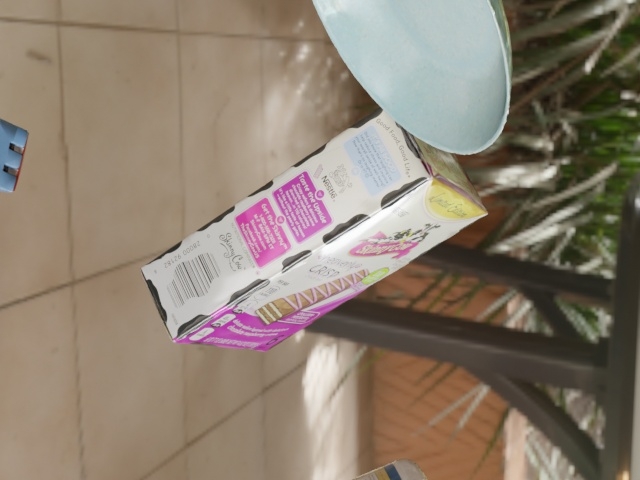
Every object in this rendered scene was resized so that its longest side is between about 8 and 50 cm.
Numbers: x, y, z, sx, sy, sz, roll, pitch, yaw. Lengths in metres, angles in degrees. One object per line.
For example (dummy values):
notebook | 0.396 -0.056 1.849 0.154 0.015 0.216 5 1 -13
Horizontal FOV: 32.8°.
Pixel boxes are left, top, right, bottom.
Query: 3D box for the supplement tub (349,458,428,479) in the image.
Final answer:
supplement tub | 0.025 0.307 1.034 0.144 0.200 0.144 159 -90 -85

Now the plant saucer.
plant saucer | 0.055 -0.143 0.638 0.037 0.195 0.195 -35 136 -18

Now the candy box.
candy box | 0.000 0.000 0.853 0.071 0.233 0.159 62 17 19

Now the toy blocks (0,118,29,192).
toy blocks | -0.328 0.030 0.696 0.261 0.191 0.381 27 71 -58
